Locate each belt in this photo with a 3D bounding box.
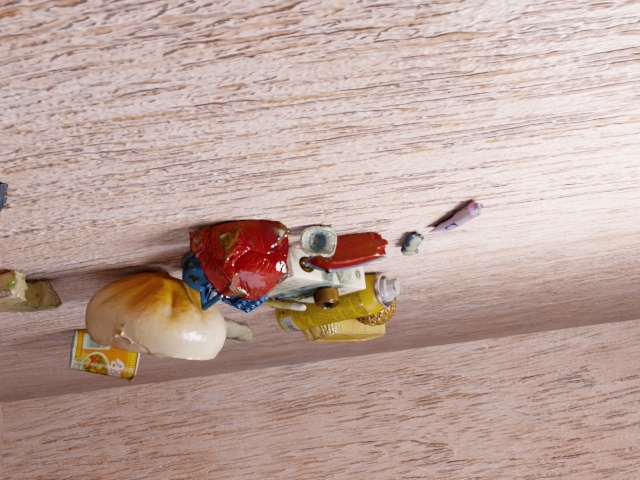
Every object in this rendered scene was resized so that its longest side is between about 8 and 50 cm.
[{"bbox_3d":[0.013,0.132,1.512,0.059,0.036,0.083,-4,161,-4],"label":"belt"}]

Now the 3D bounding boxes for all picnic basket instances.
[{"bbox_3d":[0.000,0.000,1.275,0.083,0.065,0.083,7,180,-28],"label":"picnic basket"}]

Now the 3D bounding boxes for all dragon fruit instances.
[{"bbox_3d":[-0.144,0.029,1.207,0.161,0.121,0.127,13,150,-38],"label":"dragon fruit"}]

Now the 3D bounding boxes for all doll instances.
[{"bbox_3d":[0.195,0.008,1.427,0.037,0.027,0.125,1,163,-1],"label":"doll"}]

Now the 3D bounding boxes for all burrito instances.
[{"bbox_3d":[-0.287,0.282,2.114,0.082,0.059,0.275,-5,165,19],"label":"burrito"}]

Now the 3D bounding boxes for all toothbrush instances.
[{"bbox_3d":[-0.159,0.140,1.567,0.288,0.024,0.021,7,174,30],"label":"toothbrush"}]

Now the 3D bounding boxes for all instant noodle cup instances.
[{"bbox_3d":[-0.638,0.330,1.981,0.184,0.169,0.168,8,159,-21],"label":"instant noodle cup"}]

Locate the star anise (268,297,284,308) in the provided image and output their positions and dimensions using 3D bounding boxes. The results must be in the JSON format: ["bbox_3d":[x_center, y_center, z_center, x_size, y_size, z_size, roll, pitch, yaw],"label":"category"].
[{"bbox_3d":[-0.148,0.129,1.657,0.167,0.057,0.168,0,157,0],"label":"star anise"}]

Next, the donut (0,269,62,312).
[{"bbox_3d":[-0.617,0.107,1.368,0.108,0.065,0.166,-10,164,11],"label":"donut"}]

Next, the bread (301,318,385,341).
[{"bbox_3d":[0.068,0.242,2.011,0.288,0.119,0.152,9,155,-45],"label":"bread"}]

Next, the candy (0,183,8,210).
[{"bbox_3d":[-0.507,-0.053,0.930,0.136,0.038,0.088,-6,152,-28],"label":"candy"}]

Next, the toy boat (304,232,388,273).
[{"bbox_3d":[0.052,0.028,1.362,0.172,0.069,0.059,-11,156,-2],"label":"toy boat"}]

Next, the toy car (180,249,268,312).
[{"bbox_3d":[-0.192,0.093,1.353,0.191,0.100,0.097,27,142,-24],"label":"toy car"}]

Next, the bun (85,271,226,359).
[{"bbox_3d":[-0.340,0.148,1.416,0.298,0.165,0.299,8,177,1],"label":"bun"}]

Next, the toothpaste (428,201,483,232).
[{"bbox_3d":[0.266,-0.041,1.293,0.045,0.028,0.170,-8,167,-20],"label":"toothpaste"}]

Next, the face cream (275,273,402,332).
[{"bbox_3d":[0.049,0.158,1.745,0.348,0.105,0.105,-17,161,30],"label":"face cream"}]

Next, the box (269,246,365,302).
[{"bbox_3d":[-0.039,0.083,1.516,0.164,0.069,0.256,-19,160,36],"label":"box"}]

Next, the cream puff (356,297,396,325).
[{"bbox_3d":[0.149,0.188,1.887,0.126,0.103,0.144,-1,157,-14],"label":"cream puff"}]
